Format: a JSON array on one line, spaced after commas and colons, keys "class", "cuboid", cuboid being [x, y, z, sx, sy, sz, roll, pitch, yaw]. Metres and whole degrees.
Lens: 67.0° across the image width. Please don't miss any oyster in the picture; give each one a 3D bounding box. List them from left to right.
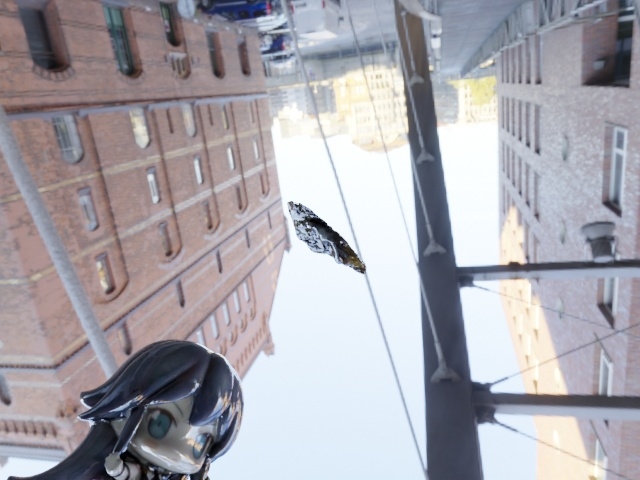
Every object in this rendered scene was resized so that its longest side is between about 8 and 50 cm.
[{"class": "oyster", "cuboid": [0.003, 0.002, 0.346, 0.083, 0.054, 0.019, 33, -104, 32]}]

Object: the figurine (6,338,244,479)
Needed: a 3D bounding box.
[{"class": "figurine", "cuboid": [-0.202, 0.243, 0.559, 0.197, 0.175, 0.265, 23, -122, 37]}]
